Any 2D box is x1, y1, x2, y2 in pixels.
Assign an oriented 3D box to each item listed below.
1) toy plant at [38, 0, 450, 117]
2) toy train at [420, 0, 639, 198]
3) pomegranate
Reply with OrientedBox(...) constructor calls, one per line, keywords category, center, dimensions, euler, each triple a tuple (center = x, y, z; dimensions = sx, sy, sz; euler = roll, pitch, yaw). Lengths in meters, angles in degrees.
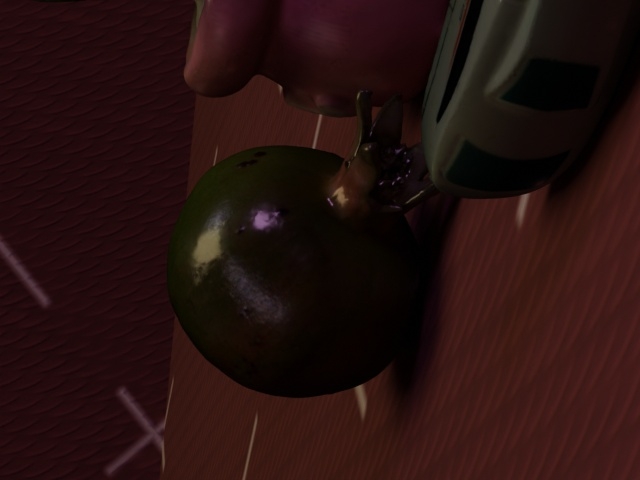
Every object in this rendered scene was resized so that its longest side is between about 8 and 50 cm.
OrientedBox(category="toy plant", center=(-0.079, -0.211, 1.341), dimensions=(0.317, 0.356, 0.211), euler=(-150, 75, -80))
OrientedBox(category="toy train", center=(0.130, -0.167, 0.897), dimensions=(0.088, 0.086, 0.407), euler=(-105, 24, -52))
OrientedBox(category="pomegranate", center=(0.000, 0.000, 1.278), dimensions=(0.224, 0.181, 0.181), euler=(-50, 28, 34))
